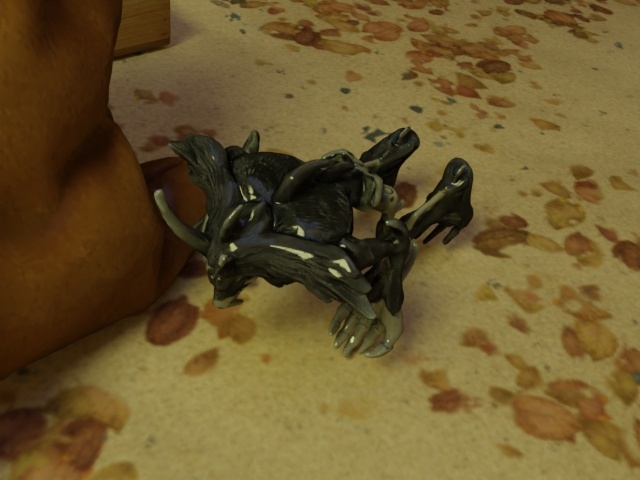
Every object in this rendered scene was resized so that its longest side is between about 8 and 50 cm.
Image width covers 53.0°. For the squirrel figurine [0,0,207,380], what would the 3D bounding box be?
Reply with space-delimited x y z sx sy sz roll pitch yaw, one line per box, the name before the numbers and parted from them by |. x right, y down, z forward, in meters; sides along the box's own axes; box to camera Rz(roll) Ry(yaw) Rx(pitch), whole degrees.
squirrel figurine | -0.223 -0.087 0.296 0.281 0.370 0.397 14 41 3

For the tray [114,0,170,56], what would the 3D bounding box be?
tray | -0.382 -0.224 0.644 0.411 0.076 0.203 -29 55 -35

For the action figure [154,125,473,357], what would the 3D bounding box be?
action figure | 0.000 0.000 0.428 0.164 0.141 0.275 36 31 23
